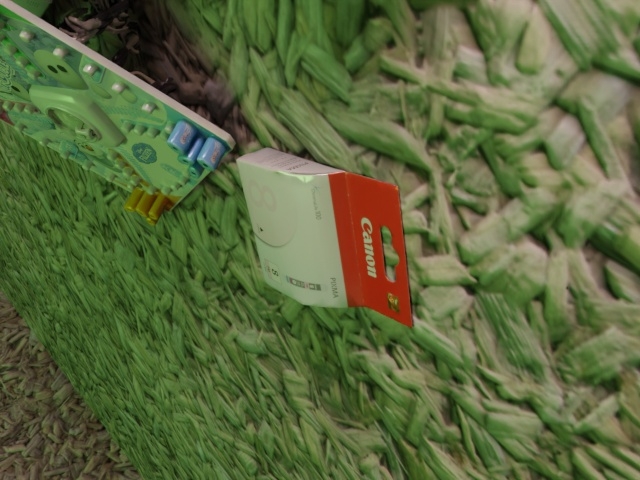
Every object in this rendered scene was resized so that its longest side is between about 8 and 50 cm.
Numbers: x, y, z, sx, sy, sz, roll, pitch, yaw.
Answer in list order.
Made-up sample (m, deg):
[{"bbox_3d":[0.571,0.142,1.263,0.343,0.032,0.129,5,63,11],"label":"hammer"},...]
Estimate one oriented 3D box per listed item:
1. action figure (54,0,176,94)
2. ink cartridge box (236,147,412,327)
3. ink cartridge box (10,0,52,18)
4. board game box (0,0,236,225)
[{"bbox_3d":[-0.314,-0.292,0.965,0.164,0.141,0.276,0,117,65],"label":"action figure"},{"bbox_3d":[0.000,0.000,0.822,0.232,0.066,0.189,27,135,49],"label":"ink cartridge box"},{"bbox_3d":[-0.560,-0.430,1.041,0.309,0.271,0.130,6,85,58],"label":"ink cartridge box"},{"bbox_3d":[-0.353,-0.165,0.976,0.390,0.050,0.390,30,159,-17],"label":"board game box"}]
